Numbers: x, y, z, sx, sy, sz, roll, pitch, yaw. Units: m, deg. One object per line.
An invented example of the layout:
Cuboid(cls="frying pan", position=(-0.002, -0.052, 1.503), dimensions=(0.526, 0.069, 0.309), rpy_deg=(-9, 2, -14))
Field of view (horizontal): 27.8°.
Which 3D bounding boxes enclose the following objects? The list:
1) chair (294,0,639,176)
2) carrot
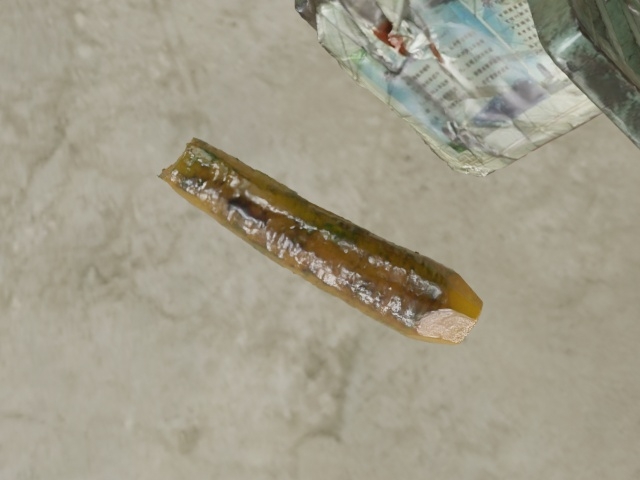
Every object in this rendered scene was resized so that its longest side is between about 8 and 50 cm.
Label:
Cuboid(cls="chair", position=(0.081, -0.095, 0.577), dimensions=(0.147, 0.270, 0.136), rpy_deg=(-33, 126, 31))
Cuboid(cls="carrot", position=(0.000, 0.000, 0.637), dimensions=(0.170, 0.042, 0.042), rpy_deg=(30, 95, -4))
